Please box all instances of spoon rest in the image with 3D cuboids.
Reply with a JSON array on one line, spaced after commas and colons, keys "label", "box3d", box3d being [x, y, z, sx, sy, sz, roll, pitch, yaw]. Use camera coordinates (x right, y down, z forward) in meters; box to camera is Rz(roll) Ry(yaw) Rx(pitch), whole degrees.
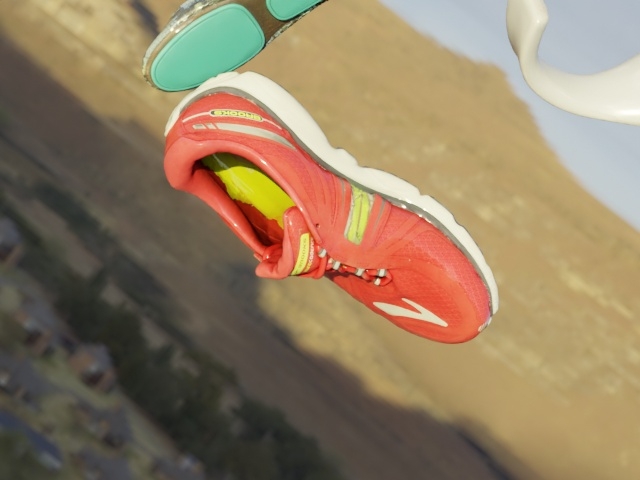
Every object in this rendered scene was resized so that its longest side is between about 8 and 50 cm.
[{"label": "spoon rest", "box3d": [0.252, -0.122, 1.215, 0.276, 0.084, 0.137, 8, 43, -19]}]

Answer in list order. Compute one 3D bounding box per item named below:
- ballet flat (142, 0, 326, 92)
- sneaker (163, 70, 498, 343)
[{"label": "ballet flat", "box3d": [-0.053, -0.175, 1.266, 0.070, 0.188, 0.070, 60, -3, 4]}, {"label": "sneaker", "box3d": [0.000, 0.000, 1.241, 0.279, 0.107, 0.118, 35, 38, -7]}]
